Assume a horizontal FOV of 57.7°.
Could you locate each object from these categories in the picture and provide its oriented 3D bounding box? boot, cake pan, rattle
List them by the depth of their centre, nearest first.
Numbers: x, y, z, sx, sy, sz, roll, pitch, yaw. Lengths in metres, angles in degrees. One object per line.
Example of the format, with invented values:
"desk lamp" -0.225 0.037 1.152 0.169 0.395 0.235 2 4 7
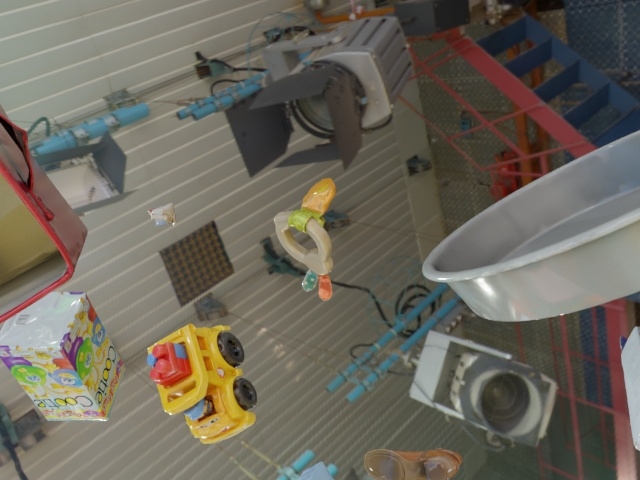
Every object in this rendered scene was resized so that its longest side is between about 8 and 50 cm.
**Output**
"cake pan" 0.222 -0.023 0.461 0.293 0.293 0.054 -31 -86 -33
"rattle" 0.000 0.000 1.180 0.200 0.130 0.143 58 -144 -26
"boot" 0.210 0.494 1.285 0.152 0.197 0.073 16 -105 -62

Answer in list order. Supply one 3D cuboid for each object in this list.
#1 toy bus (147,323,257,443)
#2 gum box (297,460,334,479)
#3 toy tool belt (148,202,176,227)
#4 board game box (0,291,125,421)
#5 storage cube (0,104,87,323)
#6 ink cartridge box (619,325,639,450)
"toy bus" -0.246 0.273 1.122 0.211 0.149 0.220 31 -148 -61
"gum box" 0.005 0.425 0.812 0.157 0.041 0.184 56 -161 5
"toy tool belt" -0.347 -0.049 1.278 0.052 0.083 0.051 -32 -73 -40
"board game box" -0.537 0.251 1.227 0.144 0.142 0.275 -86 -6 -45
"storage cube" -0.289 -0.020 0.389 0.215 0.193 0.184 -33 -73 -12
"ink cartridge box" 0.364 0.141 0.463 0.224 0.223 0.045 -26 -47 -64
